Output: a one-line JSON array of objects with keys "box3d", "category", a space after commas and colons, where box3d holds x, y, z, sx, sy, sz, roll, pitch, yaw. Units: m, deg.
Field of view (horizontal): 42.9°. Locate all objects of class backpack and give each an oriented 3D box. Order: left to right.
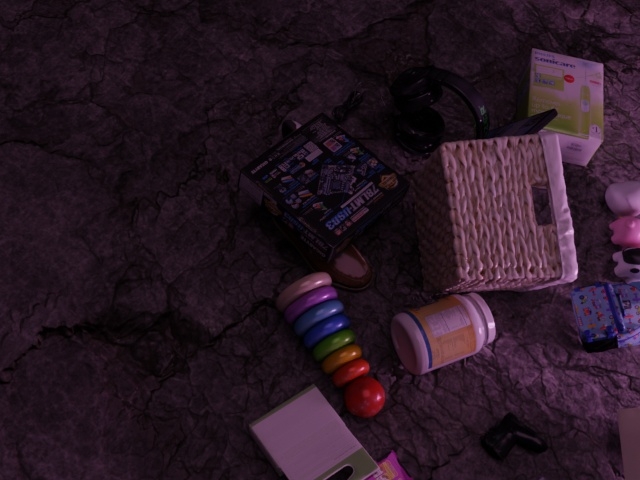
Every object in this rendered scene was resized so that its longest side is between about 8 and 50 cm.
[{"box3d": [0.681, 0.170, 1.882, 0.173, 0.117, 0.158, -12, 57, 20], "category": "backpack"}]

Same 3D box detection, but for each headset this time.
[{"box3d": [0.231, -0.320, 2.082, 0.394, 0.243, 0.185, 21, 48, 31], "category": "headset"}]

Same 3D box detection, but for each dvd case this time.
[{"box3d": [0.461, -0.254, 2.069, 0.180, 0.253, 0.022, -39, 102, -26], "category": "dvd case"}]

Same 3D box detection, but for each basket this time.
[{"box3d": [0.378, -0.046, 1.835, 0.267, 0.331, 0.328, -5, 82, -8], "category": "basket"}]

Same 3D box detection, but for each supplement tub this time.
[{"box3d": [0.273, 0.204, 1.824, 0.200, 0.144, 0.144, -18, 64, -17], "category": "supplement tub"}]

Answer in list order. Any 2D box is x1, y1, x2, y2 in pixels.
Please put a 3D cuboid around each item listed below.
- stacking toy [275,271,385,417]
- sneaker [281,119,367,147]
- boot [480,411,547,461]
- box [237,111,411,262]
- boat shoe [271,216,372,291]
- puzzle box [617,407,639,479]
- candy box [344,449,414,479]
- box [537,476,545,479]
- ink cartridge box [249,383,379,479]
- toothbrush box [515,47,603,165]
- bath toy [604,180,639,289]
[{"box3d": [0.037, 0.237, 1.794, 0.141, 0.141, 0.330, -26, 73, -20], "category": "stacking toy"}, {"box3d": [0.028, -0.222, 2.076, 0.145, 0.090, 0.270, -30, 68, -27], "category": "sneaker"}, {"box3d": [0.416, 0.440, 1.764, 0.099, 0.045, 0.121, -37, 63, -27], "category": "boot"}, {"box3d": [0.010, -0.132, 1.913, 0.293, 0.073, 0.295, 41, 57, 14], "category": "box"}, {"box3d": [0.000, 0.000, 1.929, 0.307, 0.104, 0.111, 39, 62, 14], "category": "boat shoe"}, {"box3d": [0.765, 0.538, 1.652, 0.272, 0.052, 0.408, -9, 63, 24], "category": "puzzle box"}, {"box3d": [0.091, 0.554, 1.638, 0.234, 0.071, 0.159, -26, 66, -21], "category": "candy box"}, {"box3d": [0.399, 0.542, 1.673, 0.137, 0.094, 0.027, -27, 67, -21], "category": "box"}, {"box3d": [-0.015, 0.433, 1.685, 0.171, 0.056, 0.235, -29, 59, -22], "category": "ink cartridge box"}, {"box3d": [0.649, -0.364, 2.221, 0.206, 0.122, 0.283, 13, 58, 0], "category": "toothbrush box"}, {"box3d": [0.808, -0.005, 2.029, 0.151, 0.129, 0.348, 24, 53, -34], "category": "bath toy"}]
